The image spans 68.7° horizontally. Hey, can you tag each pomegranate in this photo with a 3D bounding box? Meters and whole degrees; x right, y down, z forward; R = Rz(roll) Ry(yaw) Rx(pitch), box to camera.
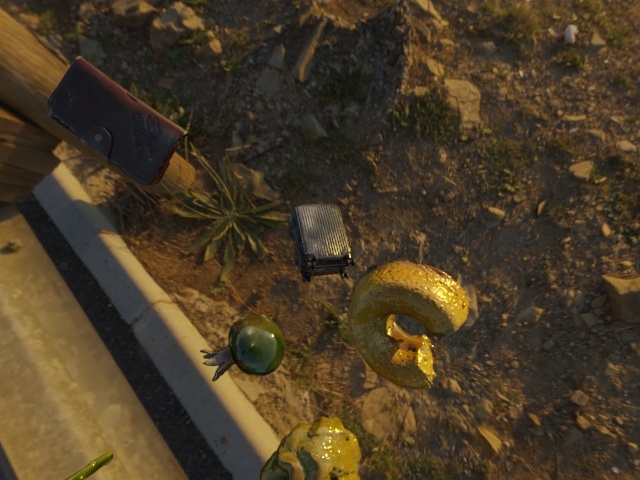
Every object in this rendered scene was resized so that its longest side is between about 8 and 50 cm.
[{"bbox_3d":[-0.178,0.261,1.105,0.191,0.152,0.131,-27,113,-15],"label":"pomegranate"}]

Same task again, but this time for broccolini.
[{"bbox_3d":[-0.695,0.693,1.241,0.079,0.392,0.074,34,102,13],"label":"broccolini"}]

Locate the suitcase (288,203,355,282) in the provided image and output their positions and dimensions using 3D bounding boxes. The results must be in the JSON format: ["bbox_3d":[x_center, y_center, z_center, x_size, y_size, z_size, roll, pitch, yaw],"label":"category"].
[{"bbox_3d":[0.000,0.000,0.733,0.086,0.059,0.126,-3,57,-17],"label":"suitcase"}]

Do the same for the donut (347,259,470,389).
[{"bbox_3d":[0.256,0.285,1.534,0.377,0.163,0.435,18,119,15],"label":"donut"}]

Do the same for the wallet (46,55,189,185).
[{"bbox_3d":[-0.265,-0.151,0.603,0.176,0.026,0.095,37,97,2],"label":"wallet"}]

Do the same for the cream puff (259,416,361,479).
[{"bbox_3d":[-0.014,0.674,1.308,0.323,0.274,0.270,-47,40,2],"label":"cream puff"}]
